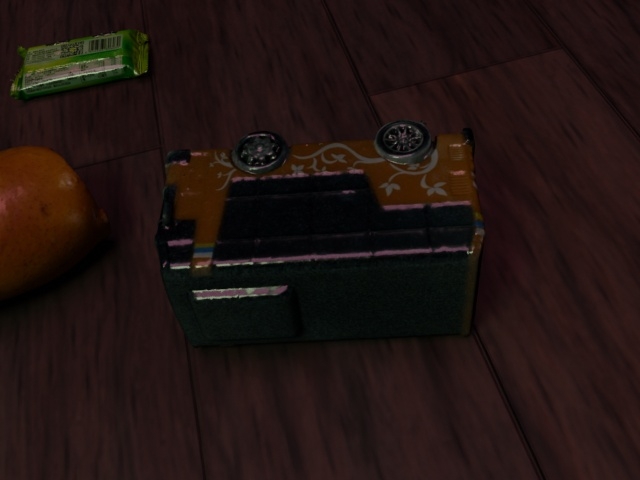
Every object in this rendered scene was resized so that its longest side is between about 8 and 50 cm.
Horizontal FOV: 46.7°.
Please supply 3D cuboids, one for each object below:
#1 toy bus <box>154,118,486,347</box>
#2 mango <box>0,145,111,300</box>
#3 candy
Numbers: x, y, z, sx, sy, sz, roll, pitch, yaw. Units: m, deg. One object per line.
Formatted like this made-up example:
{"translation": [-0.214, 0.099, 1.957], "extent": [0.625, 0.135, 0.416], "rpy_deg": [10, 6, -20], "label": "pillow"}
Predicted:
{"translation": [0.000, 0.000, 0.655], "extent": [0.275, 0.138, 0.167], "rpy_deg": [-2, 51, 4], "label": "toy bus"}
{"translation": [-0.338, 0.001, 0.716], "extent": [0.252, 0.126, 0.154], "rpy_deg": [-26, 39, -12], "label": "mango"}
{"translation": [-0.315, -0.234, 0.979], "extent": [0.178, 0.032, 0.102], "rpy_deg": [-11, 52, -3], "label": "candy"}
